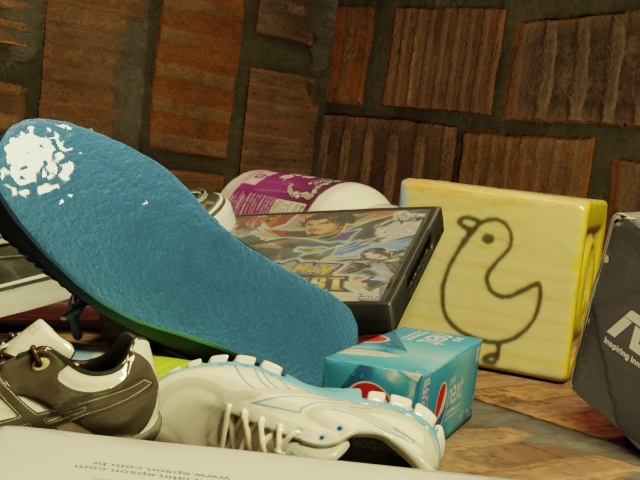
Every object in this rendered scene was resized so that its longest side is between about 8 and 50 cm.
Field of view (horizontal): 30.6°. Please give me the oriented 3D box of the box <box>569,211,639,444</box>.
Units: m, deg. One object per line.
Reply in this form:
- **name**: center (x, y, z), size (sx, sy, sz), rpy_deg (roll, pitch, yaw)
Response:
- **box**: center (0.334, 0.096, 0.406), size (0.318, 0.097, 0.395), rpy_deg (-6, 28, -28)

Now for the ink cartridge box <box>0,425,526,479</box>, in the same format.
- **ink cartridge box**: center (0.026, 0.146, 0.357), size (0.324, 0.072, 0.330), rpy_deg (7, 7, -4)

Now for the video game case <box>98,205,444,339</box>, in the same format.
- **video game case**: center (-0.037, 0.026, 1.125), size (0.274, 0.035, 0.248), rpy_deg (-3, 20, 17)

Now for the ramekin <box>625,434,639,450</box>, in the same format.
- **ramekin**: center (0.368, 0.112, 0.914), size (0.277, 0.135, 0.277), rpy_deg (8, 4, 0)

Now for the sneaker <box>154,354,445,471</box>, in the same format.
- **sneaker**: center (-0.018, 0.116, 0.688), size (0.190, 0.071, 0.083), rpy_deg (7, 10, 1)

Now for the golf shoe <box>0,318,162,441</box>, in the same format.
- **golf shoe**: center (-0.179, 0.086, 0.631), size (0.198, 0.094, 0.077), rpy_deg (2, 7, -35)

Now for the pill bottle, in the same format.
- **pill bottle**: center (0.000, 0.000, 1.557), size (0.169, 0.169, 0.301), rpy_deg (3, 6, -42)

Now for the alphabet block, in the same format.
- **alphabet block**: center (0.195, 0.036, 1.279), size (0.197, 0.193, 0.193), rpy_deg (7, 6, 20)

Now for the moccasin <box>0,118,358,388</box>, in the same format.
- **moccasin**: center (-0.124, 0.040, 0.891), size (0.342, 0.138, 0.116), rpy_deg (39, -33, -28)

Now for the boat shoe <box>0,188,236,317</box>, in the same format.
- **boat shoe**: center (-0.228, -0.014, 1.113), size (0.306, 0.105, 0.113), rpy_deg (-17, 18, -19)

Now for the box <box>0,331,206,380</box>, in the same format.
- **box**: center (-0.156, 0.100, 0.811), size (0.178, 0.043, 0.109), rpy_deg (7, 3, 13)

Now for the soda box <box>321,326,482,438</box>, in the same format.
- **soda box**: center (0.064, 0.111, 0.873), size (0.071, 0.067, 0.210), rpy_deg (9, 4, 18)
